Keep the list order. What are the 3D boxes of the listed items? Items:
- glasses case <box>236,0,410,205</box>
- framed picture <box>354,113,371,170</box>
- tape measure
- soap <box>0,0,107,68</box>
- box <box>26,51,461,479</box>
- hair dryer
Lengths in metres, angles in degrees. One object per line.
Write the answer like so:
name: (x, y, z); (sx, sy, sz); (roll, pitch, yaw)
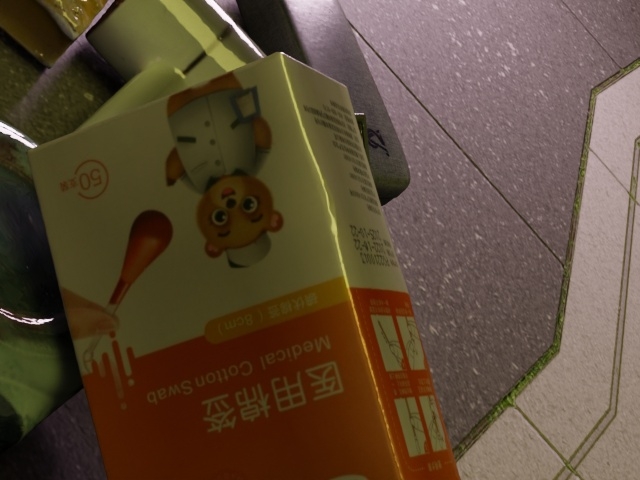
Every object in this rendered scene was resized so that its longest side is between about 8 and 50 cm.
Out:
glasses case: (0.001, -0.185, 1.730); (0.131, 0.074, 0.323); (6, 54, -46)
framed picture: (-0.001, 0.000, 1.497); (0.192, 0.018, 0.265); (-4, 88, -54)
tape measure: (-0.275, 0.035, 1.122); (0.275, 0.147, 0.256); (55, 27, -2)
soap: (-0.326, -0.315, 1.445); (0.274, 0.089, 0.173); (41, 35, -16)
box: (-0.054, 0.065, 1.076); (0.143, 0.225, 0.341); (10, 63, -70)
hair dryer: (-0.179, -0.118, 1.427); (0.203, 0.128, 0.362); (47, 41, -10)
